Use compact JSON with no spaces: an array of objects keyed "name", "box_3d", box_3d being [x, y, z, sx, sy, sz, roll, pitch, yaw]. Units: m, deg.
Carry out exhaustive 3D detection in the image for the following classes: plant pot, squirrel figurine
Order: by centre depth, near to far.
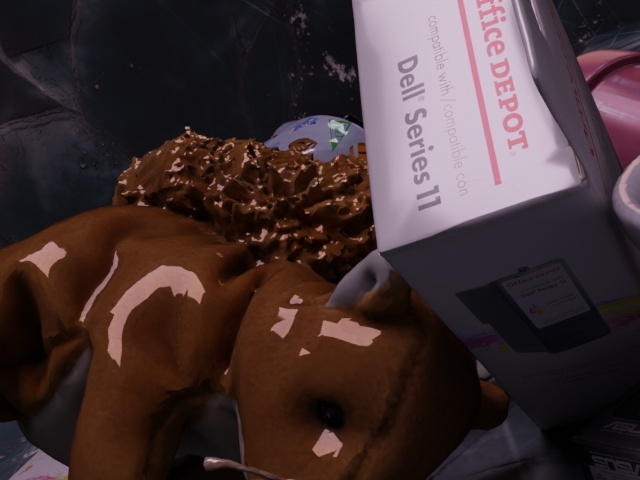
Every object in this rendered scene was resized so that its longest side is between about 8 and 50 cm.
[{"name":"squirrel figurine","box_3d":[-0.046,0.053,0.688,0.370,0.281,0.397,-7,43,38]},{"name":"plant pot","box_3d":[0.331,-0.081,0.896,0.201,0.201,0.180,-28,26,-17]}]

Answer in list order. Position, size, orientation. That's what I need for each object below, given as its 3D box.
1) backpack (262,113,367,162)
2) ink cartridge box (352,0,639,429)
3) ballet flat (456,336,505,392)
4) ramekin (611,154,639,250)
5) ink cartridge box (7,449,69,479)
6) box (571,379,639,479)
[{"name":"backpack","box_3d":[0.000,0.000,1.014,0.213,0.263,0.276,-33,14,-37]},{"name":"ink cartridge box","box_3d":[0.121,-0.042,0.580,0.119,0.353,0.207,-19,52,21]},{"name":"ballet flat","box_3d":[0.124,0.105,0.777,0.203,0.074,0.074,-13,14,25]},{"name":"ramekin","box_3d":[0.290,-0.007,0.416,0.277,0.135,0.277,-23,11,4]},{"name":"ink cartridge box","box_3d":[-0.242,0.255,0.822,0.134,0.078,0.231,-21,12,23]},{"name":"box","box_3d":[0.279,0.093,0.478,0.183,0.056,0.231,-29,11,-28]}]
